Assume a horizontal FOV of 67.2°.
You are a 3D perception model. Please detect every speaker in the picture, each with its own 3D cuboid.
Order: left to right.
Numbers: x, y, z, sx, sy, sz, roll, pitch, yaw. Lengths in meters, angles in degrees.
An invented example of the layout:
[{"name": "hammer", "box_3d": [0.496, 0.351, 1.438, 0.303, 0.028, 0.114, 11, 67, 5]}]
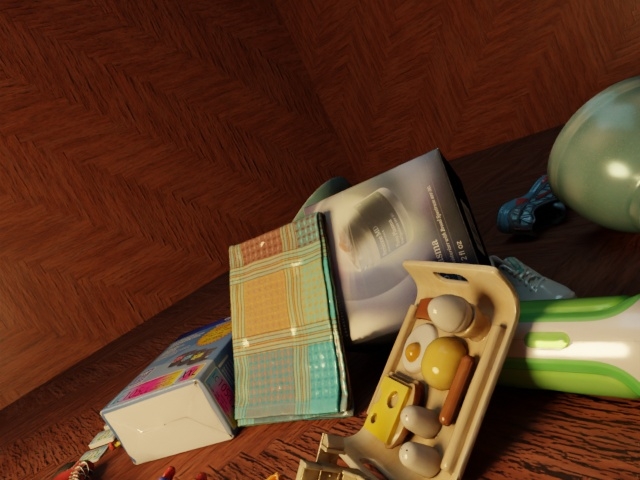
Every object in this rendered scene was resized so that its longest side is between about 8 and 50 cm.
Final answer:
[{"name": "speaker", "box_3d": [0.308, 0.136, 0.630, 0.131, 0.131, 0.296, -34, 13, -37]}]

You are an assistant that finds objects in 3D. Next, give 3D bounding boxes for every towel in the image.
[{"name": "towel", "box_3d": [-0.077, 0.154, 0.920, 0.271, 0.370, 0.040, -20, -22, 33]}]

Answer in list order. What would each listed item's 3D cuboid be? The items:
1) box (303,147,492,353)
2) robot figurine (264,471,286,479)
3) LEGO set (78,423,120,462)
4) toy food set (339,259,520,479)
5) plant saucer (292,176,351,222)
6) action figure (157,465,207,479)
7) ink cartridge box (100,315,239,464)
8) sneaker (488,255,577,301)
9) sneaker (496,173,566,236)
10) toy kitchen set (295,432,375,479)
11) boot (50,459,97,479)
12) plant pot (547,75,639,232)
[{"name": "box", "box_3d": [0.154, 0.035, 0.924, 0.294, 0.296, 0.183, -23, -24, 23]}, {"name": "robot figurine", "box_3d": [-0.057, 0.361, 0.516, 0.211, 0.085, 0.291, -27, 10, -12]}, {"name": "LEGO set", "box_3d": [-0.472, 0.447, 1.184, 0.244, 0.060, 0.182, -23, 15, 16]}, {"name": "toy food set", "box_3d": [0.121, 0.174, 0.655, 0.306, 0.092, 0.220, -65, 20, -10]}, {"name": "plant saucer", "box_3d": [0.000, 0.000, 1.153, 0.044, 0.317, 0.317, 29, 38, 19]}, {"name": "action figure", "box_3d": [-0.213, 0.403, 0.632, 0.091, 0.139, 0.280, 11, -15, -3]}, {"name": "ink cartridge box", "box_3d": [-0.263, 0.305, 1.130, 0.270, 0.151, 0.395, -22, 9, 20]}, {"name": "sneaker", "box_3d": [0.368, 0.074, 0.878, 0.080, 0.094, 0.212, -26, 11, -9]}, {"name": "sneaker", "box_3d": [0.574, -0.081, 1.212, 0.262, 0.104, 0.125, -34, 29, -17]}, {"name": "toy kitchen set", "box_3d": [0.026, 0.279, 0.580, 0.075, 0.083, 0.068, -13, 60, 65]}, {"name": "boot", "box_3d": [-0.474, 0.481, 0.948, 0.244, 0.088, 0.176, -26, 8, 19]}, {"name": "plant pot", "box_3d": [0.608, -0.127, 0.886, 0.293, 0.293, 0.196, -25, 37, 8]}]
